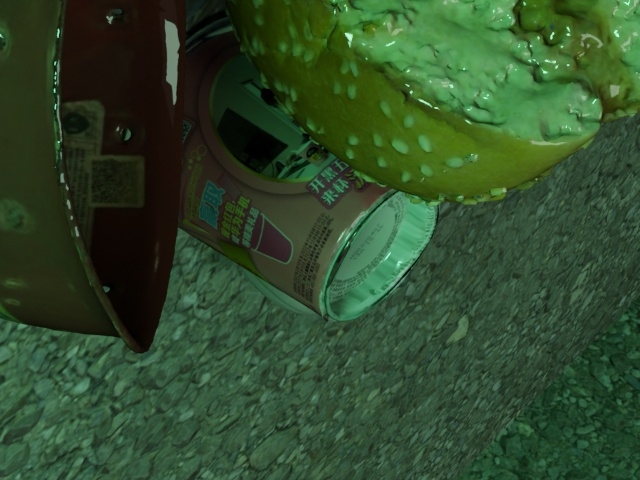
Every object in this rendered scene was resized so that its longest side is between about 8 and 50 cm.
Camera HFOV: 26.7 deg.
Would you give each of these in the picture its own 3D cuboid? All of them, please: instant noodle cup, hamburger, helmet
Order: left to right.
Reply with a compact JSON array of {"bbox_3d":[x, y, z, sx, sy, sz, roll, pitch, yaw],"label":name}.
[{"bbox_3d":[-0.227,-0.101,0.923,0.385,0.230,0.337,78,14,-63],"label":"helmet"},{"bbox_3d":[-0.030,-0.056,1.304,0.244,0.255,0.244,-38,151,-25],"label":"instant noodle cup"},{"bbox_3d":[0.073,-0.184,1.145,0.268,0.445,0.287,-36,158,-25],"label":"hamburger"}]

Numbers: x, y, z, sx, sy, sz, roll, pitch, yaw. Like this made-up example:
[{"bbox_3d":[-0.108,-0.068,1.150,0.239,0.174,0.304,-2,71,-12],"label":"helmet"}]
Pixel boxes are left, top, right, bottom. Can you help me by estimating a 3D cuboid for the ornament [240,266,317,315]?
[{"bbox_3d":[0.000,0.000,1.497,0.177,0.177,0.177,-39,150,-28],"label":"ornament"}]
